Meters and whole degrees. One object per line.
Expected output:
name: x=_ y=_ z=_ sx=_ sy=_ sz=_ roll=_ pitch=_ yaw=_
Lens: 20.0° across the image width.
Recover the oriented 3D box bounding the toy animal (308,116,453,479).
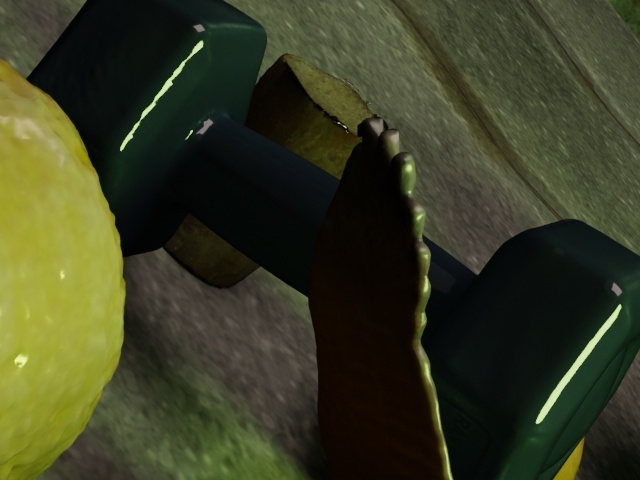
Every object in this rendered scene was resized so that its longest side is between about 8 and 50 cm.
toy animal: x=0.064 y=0.148 z=0.735 sx=0.284 sy=0.225 sz=0.302 roll=32 pitch=-19 yaw=28

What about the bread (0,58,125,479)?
bread: x=-0.168 y=0.015 z=0.612 sx=0.197 sy=0.197 sz=0.170 roll=51 pitch=32 yaw=5

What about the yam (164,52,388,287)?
yam: x=-0.031 y=-0.041 z=1.043 sx=0.084 sy=0.127 sz=0.084 roll=41 pitch=18 yaw=-16

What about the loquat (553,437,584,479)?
loquat: x=0.077 y=0.102 z=0.990 sx=0.141 sy=0.141 sz=0.141 roll=40 pitch=22 yaw=-21

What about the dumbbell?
dumbbell: x=0.000 y=-0.001 z=0.887 sx=0.316 sy=0.156 sz=0.143 roll=33 pitch=-14 yaw=16
